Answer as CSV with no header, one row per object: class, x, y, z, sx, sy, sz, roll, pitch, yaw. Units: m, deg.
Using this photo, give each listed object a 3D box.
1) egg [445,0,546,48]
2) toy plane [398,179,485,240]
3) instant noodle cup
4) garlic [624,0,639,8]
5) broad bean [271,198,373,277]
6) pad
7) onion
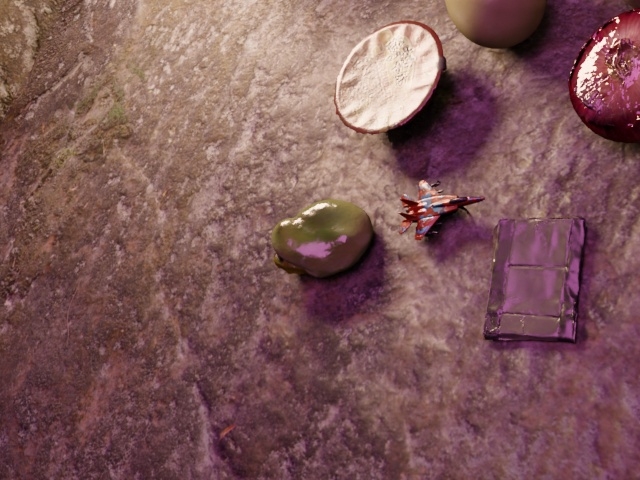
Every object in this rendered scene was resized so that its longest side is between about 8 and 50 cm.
egg,0.345,-0.494,1.651,0.188,0.188,0.254,-37,41,17
toy plane,0.237,-0.064,1.609,0.189,0.061,0.130,-6,65,30
instant noodle cup,0.163,-0.331,1.770,0.273,0.090,0.274,-17,60,30
garlic,0.631,-0.550,1.414,0.317,0.259,0.318,179,90,-65
broad bean,0.000,0.000,1.729,0.227,0.100,0.169,-30,61,19
pad,0.381,0.067,1.466,0.174,0.022,0.233,-3,68,34
onion,0.548,-0.277,1.417,0.248,0.161,0.248,-27,46,31
